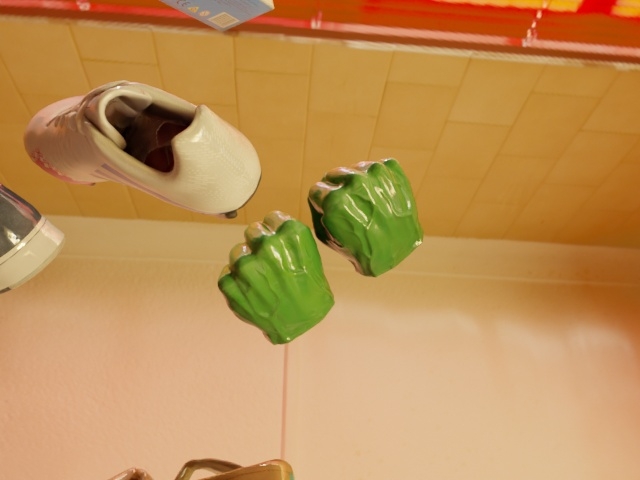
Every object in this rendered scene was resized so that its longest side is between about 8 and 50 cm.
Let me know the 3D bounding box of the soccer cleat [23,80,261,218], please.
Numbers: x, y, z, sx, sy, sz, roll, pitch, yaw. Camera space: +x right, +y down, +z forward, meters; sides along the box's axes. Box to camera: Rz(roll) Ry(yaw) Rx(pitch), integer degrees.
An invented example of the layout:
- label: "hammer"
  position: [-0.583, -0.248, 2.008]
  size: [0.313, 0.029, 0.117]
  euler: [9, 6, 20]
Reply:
- label: "soccer cleat"
  position: [-0.211, -0.117, 0.582]
  size: [0.331, 0.143, 0.116]
  euler: [15, -109, 26]

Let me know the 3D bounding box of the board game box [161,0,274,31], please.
- label: "board game box"
  position: [-0.185, -0.421, 0.601]
  size: [0.086, 0.308, 0.301]
  euler: [-13, -90, 22]

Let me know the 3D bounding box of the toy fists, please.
- label: "toy fists"
  position: [0.000, 0.000, 0.707]
  size: [0.279, 0.142, 0.096]
  euler: [-34, -143, -9]

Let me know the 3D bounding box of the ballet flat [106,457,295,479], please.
- label: "ballet flat"
  position: [-0.120, 0.206, 0.426]
  size: [0.232, 0.080, 0.073]
  euler: [-11, -141, 18]

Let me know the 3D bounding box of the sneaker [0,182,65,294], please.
- label: "sneaker"
  position: [-0.313, -0.015, 0.387]
  size: [0.226, 0.163, 0.086]
  euler: [-23, -146, 20]
